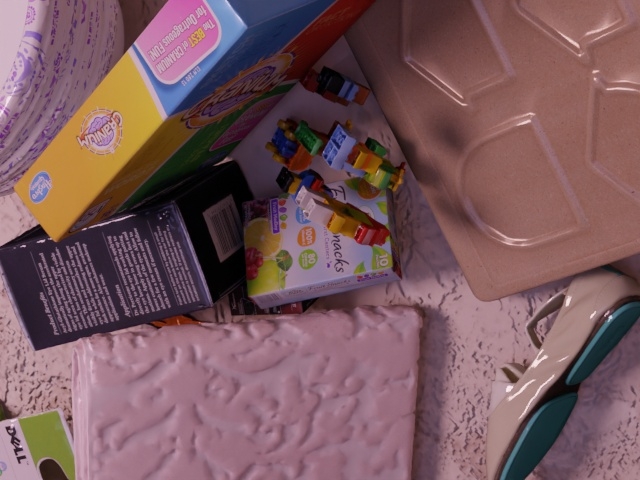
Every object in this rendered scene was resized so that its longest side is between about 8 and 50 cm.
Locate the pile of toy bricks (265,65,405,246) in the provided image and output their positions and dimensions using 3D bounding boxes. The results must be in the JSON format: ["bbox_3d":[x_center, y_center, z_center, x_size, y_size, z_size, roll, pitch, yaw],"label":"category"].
[{"bbox_3d":[0.031,-0.073,1.489,0.105,0.212,0.118,23,105,-22],"label":"pile of toy bricks"}]

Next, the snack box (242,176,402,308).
[{"bbox_3d":[0.000,0.000,1.544,0.141,0.037,0.100,-12,65,14],"label":"snack box"}]

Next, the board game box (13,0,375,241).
[{"bbox_3d":[-0.093,-0.141,1.420,0.064,0.242,0.316,53,132,6],"label":"board game box"}]

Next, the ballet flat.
[{"bbox_3d":[0.208,0.120,1.530,0.086,0.086,0.248,35,113,7],"label":"ballet flat"}]

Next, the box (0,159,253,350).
[{"bbox_3d":[-0.178,0.014,1.591,0.207,0.153,0.108,-15,101,25],"label":"box"}]

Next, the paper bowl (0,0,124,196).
[{"bbox_3d":[-0.295,-0.180,1.539,0.284,0.148,0.284,-10,74,39],"label":"paper bowl"}]

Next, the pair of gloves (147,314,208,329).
[{"bbox_3d":[-0.148,0.112,1.689,0.074,0.010,0.083,11,111,17],"label":"pair of gloves"}]

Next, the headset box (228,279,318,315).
[{"bbox_3d":[-0.039,0.048,1.599,0.083,0.062,0.032,-2,107,20],"label":"headset box"}]

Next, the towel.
[{"bbox_3d":[-0.068,0.220,1.567,0.332,0.053,0.317,-5,110,-22],"label":"towel"}]

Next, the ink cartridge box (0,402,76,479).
[{"bbox_3d":[-0.332,0.267,1.760,0.255,0.097,0.189,-13,101,22],"label":"ink cartridge box"}]

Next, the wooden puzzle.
[{"bbox_3d":[0.197,-0.134,1.419,0.348,0.080,0.322,-20,99,46],"label":"wooden puzzle"}]
